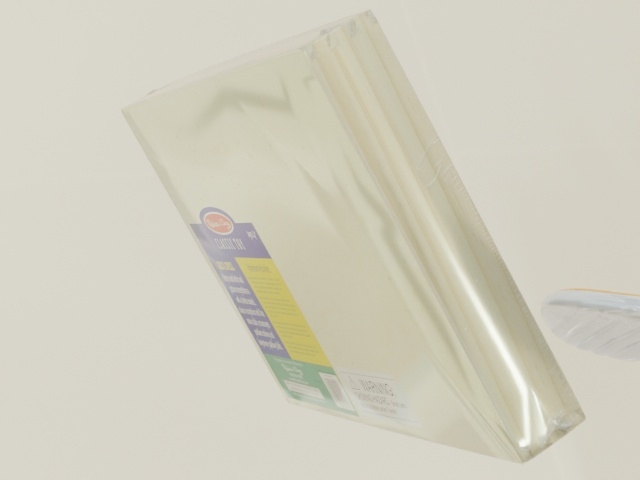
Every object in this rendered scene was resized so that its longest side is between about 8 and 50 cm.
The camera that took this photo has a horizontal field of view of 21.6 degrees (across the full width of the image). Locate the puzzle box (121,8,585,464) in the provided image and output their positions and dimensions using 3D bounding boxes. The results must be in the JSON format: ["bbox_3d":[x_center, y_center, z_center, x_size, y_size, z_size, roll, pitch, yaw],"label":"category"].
[{"bbox_3d":[0.000,0.000,1.114,0.052,0.272,0.409,-33,-169,-18],"label":"puzzle box"}]

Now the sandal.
[{"bbox_3d":[0.297,0.052,1.230,0.265,0.076,0.102,12,153,16],"label":"sandal"}]
